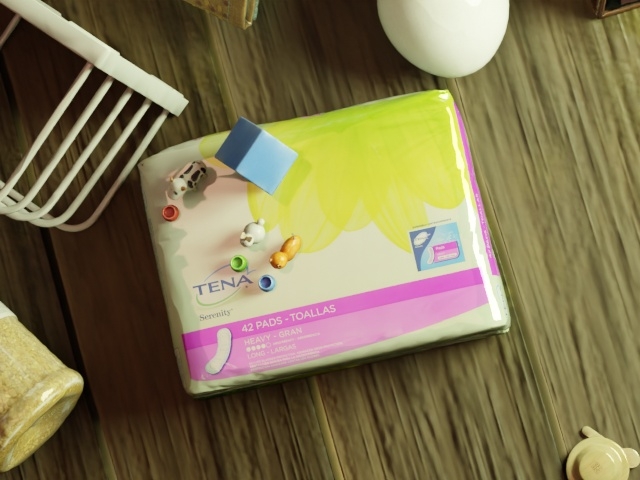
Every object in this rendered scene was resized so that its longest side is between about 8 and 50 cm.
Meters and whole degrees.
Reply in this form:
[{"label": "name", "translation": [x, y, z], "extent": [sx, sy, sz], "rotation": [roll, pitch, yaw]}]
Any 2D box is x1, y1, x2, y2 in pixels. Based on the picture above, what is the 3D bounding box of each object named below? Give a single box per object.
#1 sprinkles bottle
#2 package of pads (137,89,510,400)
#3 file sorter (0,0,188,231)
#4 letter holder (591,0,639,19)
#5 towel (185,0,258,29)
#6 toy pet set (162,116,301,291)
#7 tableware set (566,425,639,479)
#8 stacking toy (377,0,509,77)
[{"label": "sprinkles bottle", "translation": [-0.376, 0.051, 1.797], "extent": [0.355, 0.121, 0.121], "rotation": [42, 89, 10]}, {"label": "package of pads", "translation": [0.000, 0.000, 1.765], "extent": [0.296, 0.101, 0.229], "rotation": [-13, 81, 5]}, {"label": "file sorter", "translation": [-0.269, -0.124, 1.732], "extent": [0.193, 0.277, 0.173], "rotation": [34, 92, 10]}, {"label": "letter holder", "translation": [0.271, -0.377, 1.724], "extent": [0.152, 0.214, 0.302], "rotation": [-16, 81, 5]}, {"label": "towel", "translation": [-0.152, -0.376, 1.715], "extent": [0.271, 0.370, 0.040], "rotation": [29, 52, 18]}, {"label": "toy pet set", "translation": [-0.067, -0.037, 1.694], "extent": [0.122, 0.065, 0.114], "rotation": [34, 90, 11]}, {"label": "tableware set", "translation": [0.258, 0.250, 1.739], "extent": [0.141, 0.020, 0.169], "rotation": [28, 88, 12]}, {"label": "stacking toy", "translation": [0.063, -0.377, 1.749], "extent": [0.350, 0.350, 0.480], "rotation": [-20, 98, 4]}]
